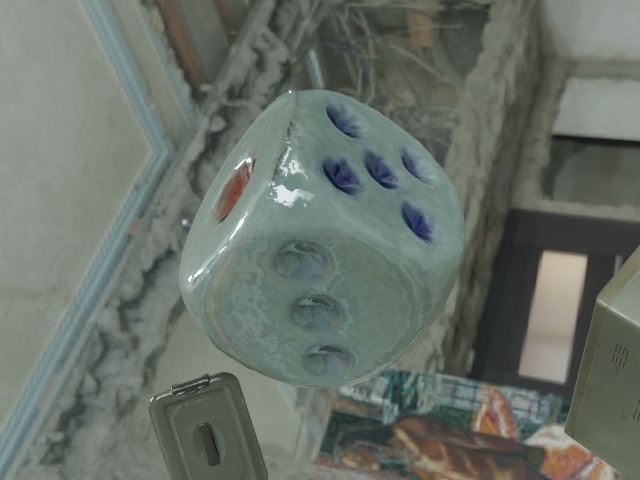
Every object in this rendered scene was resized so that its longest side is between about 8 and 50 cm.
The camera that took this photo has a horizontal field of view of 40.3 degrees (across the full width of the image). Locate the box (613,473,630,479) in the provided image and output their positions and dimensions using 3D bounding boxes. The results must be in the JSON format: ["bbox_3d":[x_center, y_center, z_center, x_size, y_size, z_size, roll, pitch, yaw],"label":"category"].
[{"bbox_3d":[0.334,0.295,0.958,0.105,0.037,0.105,-46,-9,-10],"label":"box"}]

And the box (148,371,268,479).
[{"bbox_3d":[-0.149,0.260,1.164,0.093,0.124,0.172,-152,46,-82],"label":"box"}]

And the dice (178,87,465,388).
[{"bbox_3d":[0.000,0.000,1.073,0.268,0.262,0.265,-47,23,32],"label":"dice"}]

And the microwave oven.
[{"bbox_3d":[0.346,0.125,0.798,0.145,0.194,0.240,-44,-32,-26],"label":"microwave oven"}]
